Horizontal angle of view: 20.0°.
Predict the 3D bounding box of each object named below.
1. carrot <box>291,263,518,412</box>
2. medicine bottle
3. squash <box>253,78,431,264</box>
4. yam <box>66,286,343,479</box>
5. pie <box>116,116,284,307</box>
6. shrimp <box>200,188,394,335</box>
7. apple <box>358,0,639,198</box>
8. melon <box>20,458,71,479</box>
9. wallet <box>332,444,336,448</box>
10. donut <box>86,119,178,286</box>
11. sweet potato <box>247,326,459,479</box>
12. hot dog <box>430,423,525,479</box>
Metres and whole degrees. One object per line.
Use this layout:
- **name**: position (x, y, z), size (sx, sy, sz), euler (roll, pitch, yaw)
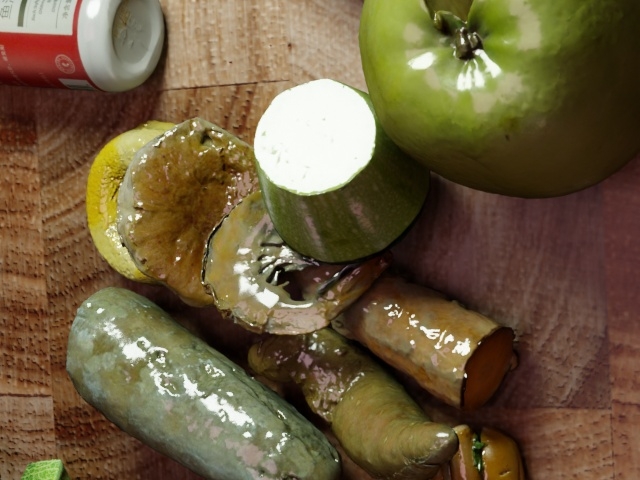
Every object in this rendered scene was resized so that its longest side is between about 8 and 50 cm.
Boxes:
- **carrot**: position (0.063, 0.070, 1.775), size (0.263, 0.102, 0.102), euler (29, 107, 26)
- **medicine bottle**: position (-0.298, -0.228, 1.937), size (0.250, 0.131, 0.131), euler (7, 97, 29)
- **squash**: position (0.013, -0.074, 1.705), size (0.170, 0.123, 0.170), euler (-6, 67, 14)
- **yam**: position (-0.115, 0.176, 1.861), size (0.330, 0.133, 0.133), euler (30, 108, 26)
- **pie**: position (-0.114, -0.023, 1.846), size (0.195, 0.046, 0.195), euler (0, 93, -4)
- **shrimp**: position (0.000, 0.000, 1.769), size (0.253, 0.058, 0.173), euler (-24, 61, 7)
- **apple**: position (0.174, -0.179, 1.603), size (0.292, 0.254, 0.292), euler (5, 100, 31)
- **melon**: position (-0.301, 0.348, 2.000), size (0.064, 0.118, 0.209), euler (-3, 79, 14)
- **wallet**: position (-0.017, 0.295, 1.878), size (0.095, 0.026, 0.176), euler (-4, 88, 34)
- **donut**: position (-0.182, -0.038, 1.923), size (0.162, 0.065, 0.178), euler (-20, 85, 29)
- **sweet potato**: position (0.045, 0.166, 1.774), size (0.098, 0.124, 0.310), euler (-52, 44, -5)
- **hot dog**: position (0.156, 0.300, 1.755), size (0.100, 0.068, 0.250), euler (-8, 90, 29)
